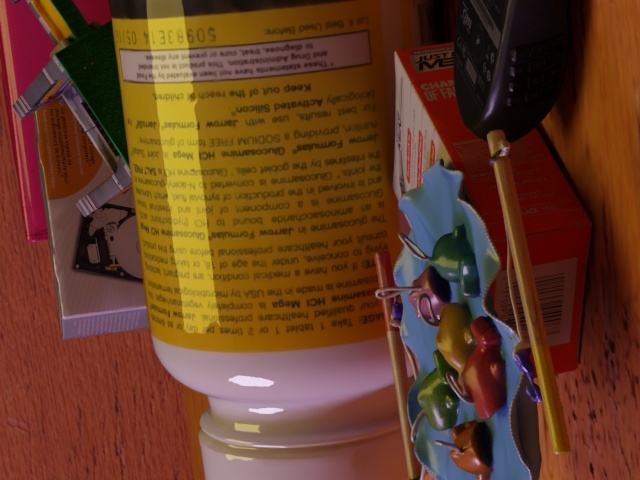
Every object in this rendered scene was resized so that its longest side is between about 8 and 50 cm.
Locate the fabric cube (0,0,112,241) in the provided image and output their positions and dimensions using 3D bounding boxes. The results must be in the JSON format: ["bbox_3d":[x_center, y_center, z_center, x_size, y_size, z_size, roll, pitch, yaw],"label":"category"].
[{"bbox_3d":[-0.170,-0.154,1.661,0.259,0.254,0.258,-147,50,-77],"label":"fabric cube"}]

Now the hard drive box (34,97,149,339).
[{"bbox_3d":[-0.104,-0.030,1.434,0.089,0.232,0.181,120,141,-73],"label":"hard drive box"}]

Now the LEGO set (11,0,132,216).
[{"bbox_3d":[-0.136,-0.175,1.241,0.331,0.255,0.192,49,160,-7],"label":"LEGO set"}]

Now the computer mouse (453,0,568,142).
[{"bbox_3d":[0.098,-0.147,0.774,0.071,0.041,0.242,-107,20,-49],"label":"computer mouse"}]

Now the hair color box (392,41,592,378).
[{"bbox_3d":[0.081,-0.018,0.893,0.167,0.053,0.093,-112,17,-50],"label":"hair color box"}]

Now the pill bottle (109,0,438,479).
[{"bbox_3d":[-0.016,-0.021,1.058,0.188,0.188,0.333,-139,42,-76],"label":"pill bottle"}]

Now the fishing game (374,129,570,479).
[{"bbox_3d":[0.056,0.058,0.839,0.264,0.041,0.189,142,120,-77],"label":"fishing game"}]
